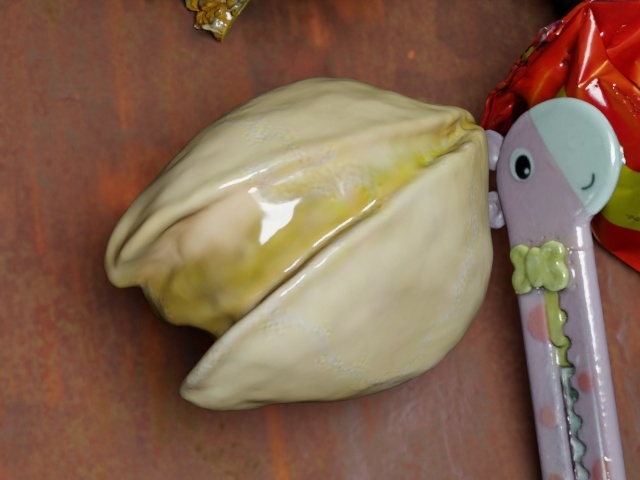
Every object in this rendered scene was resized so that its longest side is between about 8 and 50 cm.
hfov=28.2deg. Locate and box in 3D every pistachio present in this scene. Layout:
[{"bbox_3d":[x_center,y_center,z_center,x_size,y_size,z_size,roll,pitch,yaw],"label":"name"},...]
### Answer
[{"bbox_3d":[0.000,0.000,0.874,0.229,0.238,0.321,53,38,11],"label":"pistachio"}]

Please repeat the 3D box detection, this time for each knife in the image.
[{"bbox_3d":[0.177,0.099,0.916,0.038,0.132,0.399,-8,90,-41],"label":"knife"}]

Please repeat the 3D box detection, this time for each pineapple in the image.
[{"bbox_3d":[-0.059,-0.220,1.003,0.077,0.114,0.114,6,75,-31],"label":"pineapple"}]

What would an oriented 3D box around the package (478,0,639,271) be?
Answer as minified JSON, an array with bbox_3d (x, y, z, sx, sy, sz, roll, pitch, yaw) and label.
[{"bbox_3d":[0.325,-0.027,0.979,0.423,0.196,0.123,33,62,0],"label":"package"}]

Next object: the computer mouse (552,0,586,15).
[{"bbox_3d":[0.233,-0.228,1.023,0.323,0.183,0.116,39,100,-11],"label":"computer mouse"}]
